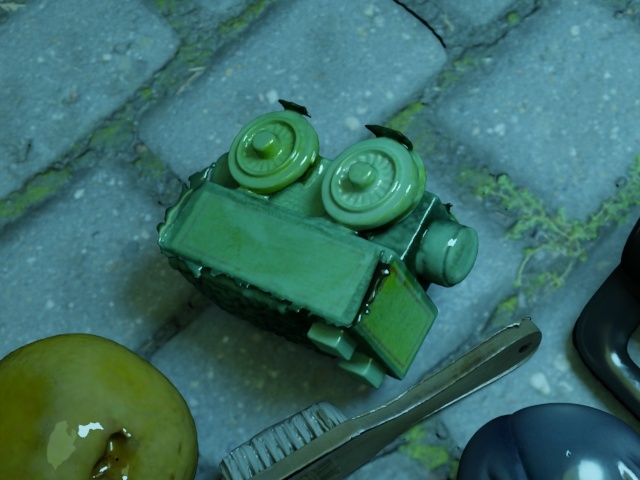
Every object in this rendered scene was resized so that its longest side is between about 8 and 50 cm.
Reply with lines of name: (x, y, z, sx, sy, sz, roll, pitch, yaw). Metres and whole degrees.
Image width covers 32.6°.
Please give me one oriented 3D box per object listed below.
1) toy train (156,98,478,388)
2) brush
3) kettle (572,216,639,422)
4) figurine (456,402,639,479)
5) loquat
toy train: (0.000, 0.000, 0.974, 0.271, 0.159, 0.188, 20, 73, 33)
brush: (0.047, 0.149, 0.970, 0.327, 0.070, 0.065, -29, 55, -8)
kettle: (0.407, 0.075, 0.909, 0.203, 0.262, 0.308, -22, 55, -42)
figurine: (0.195, 0.257, 0.843, 0.197, 0.175, 0.265, -23, 72, 6)
loquat: (-0.205, 0.182, 0.911, 0.208, 0.208, 0.208, -3, 65, 6)
